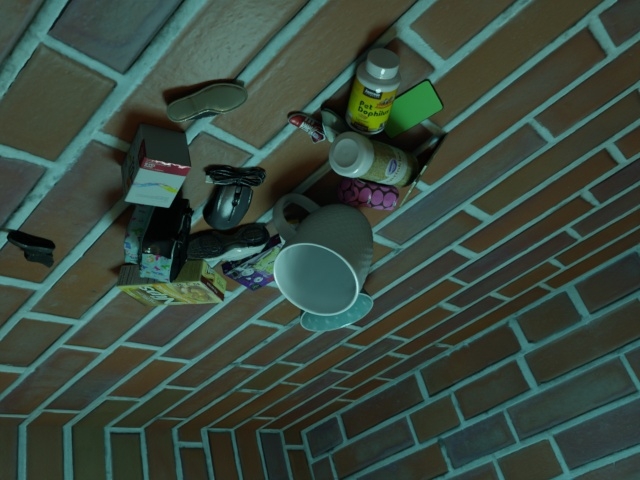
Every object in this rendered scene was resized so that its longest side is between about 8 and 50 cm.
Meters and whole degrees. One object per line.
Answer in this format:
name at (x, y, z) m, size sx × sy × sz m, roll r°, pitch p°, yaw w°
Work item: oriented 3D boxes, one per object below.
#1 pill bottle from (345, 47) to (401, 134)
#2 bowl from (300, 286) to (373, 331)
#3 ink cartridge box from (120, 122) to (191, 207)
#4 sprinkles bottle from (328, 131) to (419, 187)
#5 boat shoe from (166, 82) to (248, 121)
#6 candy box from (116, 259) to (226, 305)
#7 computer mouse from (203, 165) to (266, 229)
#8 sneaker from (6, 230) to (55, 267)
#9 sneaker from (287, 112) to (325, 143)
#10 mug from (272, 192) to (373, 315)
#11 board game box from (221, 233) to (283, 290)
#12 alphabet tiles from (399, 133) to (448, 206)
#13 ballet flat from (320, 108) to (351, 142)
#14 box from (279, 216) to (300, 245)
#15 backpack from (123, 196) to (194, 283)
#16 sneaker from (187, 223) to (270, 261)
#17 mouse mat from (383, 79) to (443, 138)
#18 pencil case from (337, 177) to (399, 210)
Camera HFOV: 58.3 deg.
pill bottle at (0.141, -0.391, 1.510) m, size 0.117 × 0.117 × 0.215 m, roll -8°, pitch 146°, yaw -16°
bowl at (0.047, 0.232, 2.371) m, size 0.311 × 0.163 × 0.312 m, roll -13°, pitch 148°, yaw -8°
ink cartridge box at (-0.438, -0.193, 1.518) m, size 0.127 × 0.128 × 0.176 m, roll 7°, pitch 140°, yaw -34°
sprinkles bottle at (0.166, -0.230, 1.681) m, size 0.121 × 0.121 × 0.355 m, roll -37°, pitch 160°, yaw 28°
boat shoe at (-0.285, -0.346, 1.446) m, size 0.206 × 0.075 × 0.065 m, roll -18°, pitch -169°, yaw -9°
candy box at (-0.504, 0.149, 1.958) m, size 0.316 × 0.088 × 0.183 m, roll -5°, pitch 151°, yaw 16°
computer mouse at (-0.285, -0.111, 1.772) m, size 0.188 × 0.072 × 0.272 m, roll 0°, pitch 144°, yaw -28°
sneaker at (-0.869, 0.030, 1.719) m, size 0.089 × 0.051 × 0.170 m, roll -39°, pitch 146°, yaw 22°
sneaker at (-0.034, -0.311, 1.595) m, size 0.118 × 0.067 × 0.042 m, roll 9°, pitch 139°, yaw -36°
mug at (0.000, 0.000, 1.839) m, size 0.374 × 0.328 × 0.276 m, roll 43°, pitch 128°, yaw -10°
board game box at (-0.167, 0.068, 2.129) m, size 0.346 × 0.056 × 0.208 m, roll -28°, pitch 151°, yaw 16°
alphabet tiles at (0.321, -0.210, 1.825) m, size 0.237 × 0.009 × 0.198 m, roll -51°, pitch 172°, yaw -40°
ballet flat at (0.058, -0.298, 1.645) m, size 0.213 × 0.072 × 0.068 m, roll 32°, pitch 85°, yaw -53°
box at (-0.096, -0.010, 1.988) m, size 0.081 × 0.028 × 0.136 m, roll -12°, pitch 118°, yaw 8°
backpack at (-0.479, 0.003, 1.715) m, size 0.191 × 0.225 × 0.253 m, roll 10°, pitch 149°, yaw -3°
sneaker at (-0.319, 0.032, 1.946) m, size 0.297 × 0.111 × 0.129 m, roll -7°, pitch 152°, yaw -15°
mouse mat at (0.258, -0.382, 1.688) m, size 0.189 × 0.007 × 0.152 m, roll -29°, pitch 146°, yaw 16°
pencil case at (0.166, -0.157, 1.913) m, size 0.209 × 0.095 × 0.098 m, roll 5°, pitch 117°, yaw -35°
